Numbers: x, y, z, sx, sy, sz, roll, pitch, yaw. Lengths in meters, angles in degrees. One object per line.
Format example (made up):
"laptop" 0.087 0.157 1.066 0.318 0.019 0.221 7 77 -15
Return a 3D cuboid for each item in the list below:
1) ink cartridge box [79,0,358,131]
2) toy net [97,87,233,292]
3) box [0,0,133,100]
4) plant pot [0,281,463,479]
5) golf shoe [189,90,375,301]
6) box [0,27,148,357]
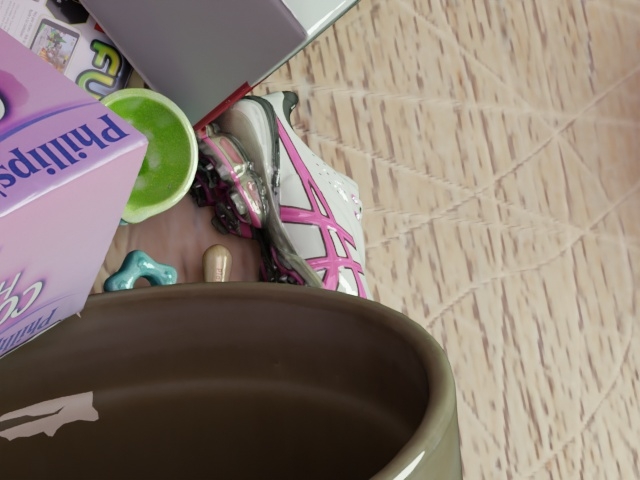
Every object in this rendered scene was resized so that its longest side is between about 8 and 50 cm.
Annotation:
"ink cartridge box" -0.027 -0.172 0.964 0.127 0.128 0.176 50 51 -4
"toy net" -0.083 0.039 0.945 0.122 0.045 0.232 -37 104 -29
"box" -0.176 -0.057 0.962 0.114 0.036 0.207 23 73 -13
"plant pot" -0.084 0.205 0.810 0.323 0.323 0.280 -16 111 -20
"golf shoe" 0.000 0.000 0.993 0.086 0.067 0.186 -32 91 -24
"box" -0.245 -0.038 0.802 0.243 0.117 0.213 38 36 14
